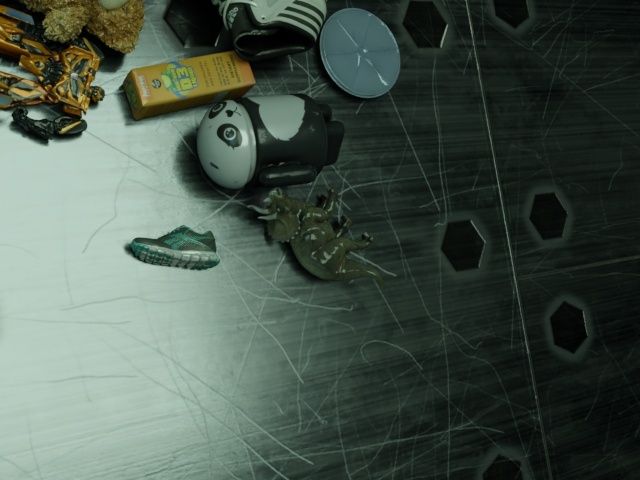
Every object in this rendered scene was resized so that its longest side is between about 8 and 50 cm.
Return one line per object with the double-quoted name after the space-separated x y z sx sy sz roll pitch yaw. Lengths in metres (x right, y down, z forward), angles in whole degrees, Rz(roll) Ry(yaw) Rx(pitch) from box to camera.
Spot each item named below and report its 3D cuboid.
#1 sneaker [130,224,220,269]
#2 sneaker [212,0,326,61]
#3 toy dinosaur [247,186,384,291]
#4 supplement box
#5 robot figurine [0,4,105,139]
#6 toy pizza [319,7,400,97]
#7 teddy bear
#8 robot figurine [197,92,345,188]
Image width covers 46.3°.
-0.267 0.006 1.381 0.166 0.065 0.076 10 62 -29 "sneaker"
-0.173 -0.502 1.388 0.447 0.169 0.258 24 48 -24 "sneaker"
0.000 0.000 1.498 0.160 0.121 0.313 -43 107 -13 "toy dinosaur"
-0.247 -0.297 1.416 0.233 0.080 0.078 -19 90 -26 "supplement box"
-0.510 -0.295 1.276 0.290 0.085 0.211 15 77 -25 "robot figurine"
0.084 -0.404 1.626 0.201 0.032 0.201 5 80 -27 "toy pizza"
-0.458 -0.447 1.283 0.338 0.113 0.245 27 36 -15 "teddy bear"
-0.095 -0.191 1.421 0.278 0.209 0.174 -10 99 -26 "robot figurine"
